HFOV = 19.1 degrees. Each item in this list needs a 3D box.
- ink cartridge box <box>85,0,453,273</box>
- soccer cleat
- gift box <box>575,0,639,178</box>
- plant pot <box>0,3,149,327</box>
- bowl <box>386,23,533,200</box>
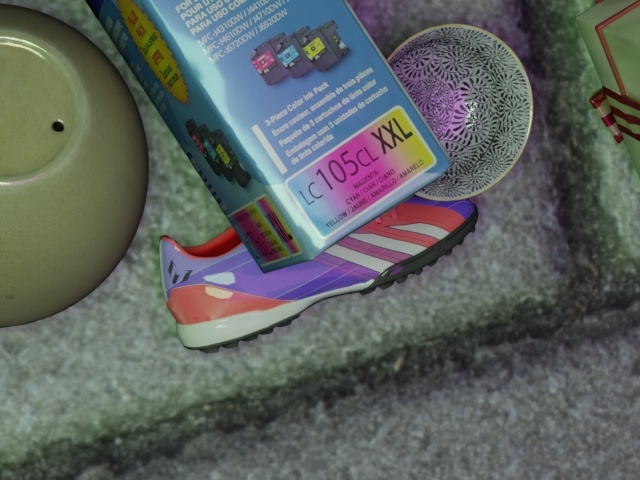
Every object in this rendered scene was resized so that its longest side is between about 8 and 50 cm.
[{"bbox_3d":[-0.079,-0.177,1.628,0.151,0.270,0.395,-32,92,-11],"label":"ink cartridge box"},{"bbox_3d":[0.000,0.000,1.809,0.318,0.108,0.116,-22,102,-12],"label":"soccer cleat"},{"bbox_3d":[0.418,-0.180,1.836,0.255,0.258,0.276,-28,116,-12],"label":"gift box"},{"bbox_3d":[-0.274,-0.083,1.595,0.284,0.191,0.284,3,75,-12],"label":"plant pot"},{"bbox_3d":[0.112,-0.127,1.835,0.170,0.080,0.170,-4,101,-19],"label":"bowl"}]
